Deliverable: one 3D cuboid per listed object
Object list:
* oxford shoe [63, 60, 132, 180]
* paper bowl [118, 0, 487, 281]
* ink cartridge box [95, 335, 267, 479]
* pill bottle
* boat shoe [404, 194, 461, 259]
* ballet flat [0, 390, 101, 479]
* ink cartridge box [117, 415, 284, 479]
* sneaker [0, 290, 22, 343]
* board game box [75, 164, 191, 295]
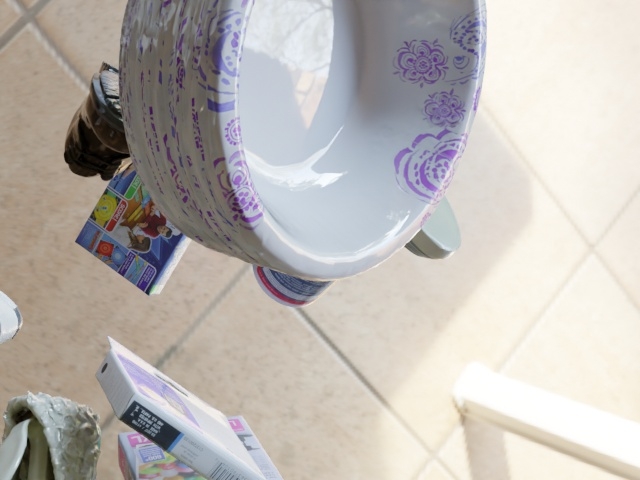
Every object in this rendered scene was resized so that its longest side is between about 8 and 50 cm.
[{"bbox_3d":[-0.167,-0.087,0.983,0.083,0.227,0.096,30,93,-12],"label":"oxford shoe"},{"bbox_3d":[-0.020,-0.124,0.816,0.284,0.148,0.284,-19,116,-45],"label":"paper bowl"},{"bbox_3d":[-0.175,0.215,1.445,0.206,0.208,0.045,39,90,-23],"label":"ink cartridge box"},{"bbox_3d":[0.000,0.000,1.495,0.108,0.180,0.108,18,53,-25],"label":"pill bottle"},{"bbox_3d":[0.032,-0.060,1.076,0.227,0.081,0.079,49,34,11],"label":"boat shoe"},{"bbox_3d":[-0.345,0.355,1.392,0.147,0.147,0.408,21,43,-28],"label":"ballet flat"},{"bbox_3d":[-0.150,0.326,1.566,0.186,0.311,0.065,-6,109,-17],"label":"ink cartridge box"},{"bbox_3d":[-0.422,0.060,1.206,0.094,0.258,0.091,-70,162,5],"label":"sneaker"},{"bbox_3d":[-0.228,-0.045,1.616,0.136,0.035,0.201,35,99,15],"label":"board game box"}]
